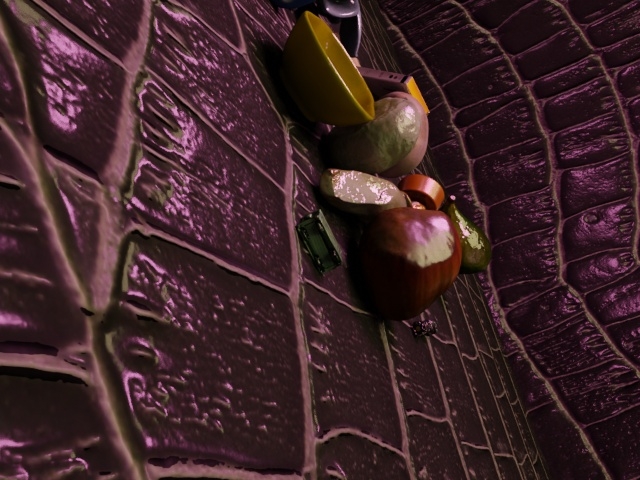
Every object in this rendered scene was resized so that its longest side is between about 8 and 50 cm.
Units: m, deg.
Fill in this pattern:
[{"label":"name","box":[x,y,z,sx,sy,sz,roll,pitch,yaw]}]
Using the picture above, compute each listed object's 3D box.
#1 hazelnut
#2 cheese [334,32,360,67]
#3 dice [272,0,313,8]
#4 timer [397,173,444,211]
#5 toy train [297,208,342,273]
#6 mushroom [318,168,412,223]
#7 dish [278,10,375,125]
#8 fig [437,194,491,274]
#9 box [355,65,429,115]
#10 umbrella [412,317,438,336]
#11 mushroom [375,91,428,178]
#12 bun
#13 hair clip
[{"label":"hazelnut","box":[0.152,0.035,1.145,0.186,0.210,0.210,45,16,5]},{"label":"cheese","box":[0.098,-0.447,1.761,0.255,0.050,0.127,54,21,-37]},{"label":"dice","box":[-0.056,-0.571,1.290,0.146,0.146,0.143,50,26,-47]},{"label":"timer","box":[0.251,-0.081,1.706,0.132,0.132,0.152,56,44,-35]},{"label":"toy train","box":[0.000,0.000,0.939,0.093,0.038,0.056,62,12,-16]},{"label":"mushroom","box":[0.095,-0.078,1.201,0.333,0.107,0.087,19,61,-68]},{"label":"dish","box":[0.002,-0.299,1.176,0.221,0.108,0.262,56,18,-12]},{"label":"fig","box":[0.374,-0.024,1.788,0.203,0.203,0.235,-59,141,-69]},{"label":"box","box":[0.155,-0.383,1.618,0.247,0.033,0.129,25,-16,41]},{"label":"umbrella","box":[0.235,0.193,1.406,0.040,0.037,0.144,58,17,16]},{"label":"mushroom","box":[0.154,-0.243,1.514,0.206,0.209,0.206,57,-19,33]},{"label":"bun","box":[0.111,-0.197,1.240,0.118,0.195,0.195,59,19,-17]},{"label":"hair clip","box":[0.048,-0.656,1.516,0.238,0.392,0.318,16,52,-37]}]
